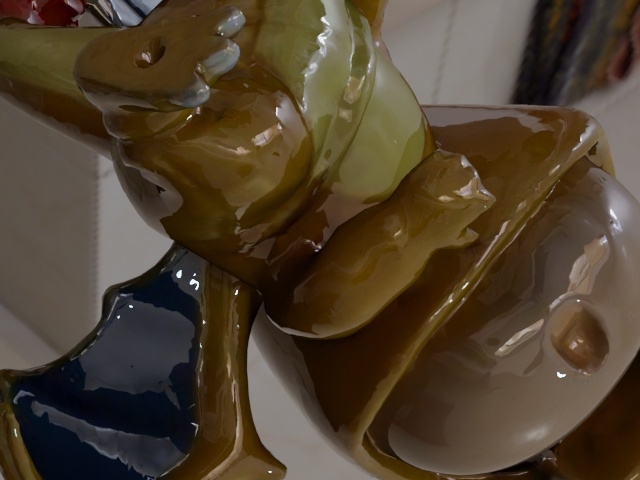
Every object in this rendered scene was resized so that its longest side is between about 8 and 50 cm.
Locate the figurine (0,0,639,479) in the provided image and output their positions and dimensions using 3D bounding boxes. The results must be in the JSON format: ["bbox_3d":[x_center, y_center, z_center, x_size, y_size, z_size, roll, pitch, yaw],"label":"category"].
[{"bbox_3d":[0.005,-0.031,0.746,0.268,0.401,0.387,-30,134,16],"label":"figurine"}]
